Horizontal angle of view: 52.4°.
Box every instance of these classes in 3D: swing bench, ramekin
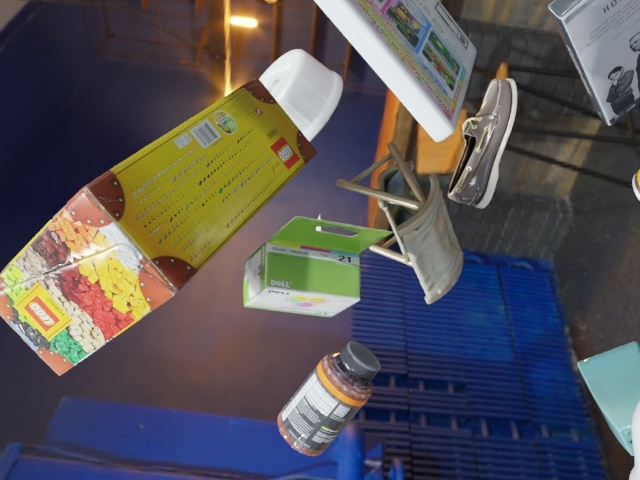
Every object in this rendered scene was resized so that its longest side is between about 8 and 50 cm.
[{"bbox_3d":[0.202,-0.040,1.457,0.254,0.165,0.253,44,167,45],"label":"swing bench"},{"bbox_3d":[-0.084,-0.362,1.693,0.277,0.135,0.277,-37,32,28],"label":"ramekin"}]

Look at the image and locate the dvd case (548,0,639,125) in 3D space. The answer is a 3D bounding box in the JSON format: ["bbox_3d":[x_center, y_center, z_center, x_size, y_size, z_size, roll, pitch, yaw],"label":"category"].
[{"bbox_3d":[0.343,-0.231,0.667,0.238,0.179,0.030,27,-152,-52],"label":"dvd case"}]

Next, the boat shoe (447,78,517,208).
[{"bbox_3d":[0.395,-0.246,1.593,0.116,0.096,0.325,-141,64,-81],"label":"boat shoe"}]

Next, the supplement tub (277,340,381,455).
[{"bbox_3d":[0.019,0.266,1.112,0.198,0.106,0.106,-53,11,17],"label":"supplement tub"}]

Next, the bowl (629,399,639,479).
[{"bbox_3d":[0.475,0.180,0.713,0.298,0.297,0.134,102,154,-81],"label":"bowl"}]

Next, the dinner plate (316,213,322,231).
[{"bbox_3d":[0.000,0.000,1.734,0.141,0.017,0.141,-5,-90,-89],"label":"dinner plate"}]

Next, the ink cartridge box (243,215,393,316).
[{"bbox_3d":[-0.011,0.053,1.160,0.255,0.188,0.097,141,134,-59],"label":"ink cartridge box"}]

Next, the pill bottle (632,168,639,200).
[{"bbox_3d":[0.742,-0.154,1.305,0.215,0.117,0.117,119,161,-56],"label":"pill bottle"}]

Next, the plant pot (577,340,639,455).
[{"bbox_3d":[0.797,0.419,1.674,0.165,0.165,0.234,55,-159,-23],"label":"plant pot"}]

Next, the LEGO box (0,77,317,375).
[{"bbox_3d":[-0.279,-0.041,1.157,0.372,0.193,0.500,-33,12,38],"label":"LEGO box"}]

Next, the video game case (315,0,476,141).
[{"bbox_3d":[0.047,-0.159,0.445,0.019,0.157,0.143,-32,20,36],"label":"video game case"}]
